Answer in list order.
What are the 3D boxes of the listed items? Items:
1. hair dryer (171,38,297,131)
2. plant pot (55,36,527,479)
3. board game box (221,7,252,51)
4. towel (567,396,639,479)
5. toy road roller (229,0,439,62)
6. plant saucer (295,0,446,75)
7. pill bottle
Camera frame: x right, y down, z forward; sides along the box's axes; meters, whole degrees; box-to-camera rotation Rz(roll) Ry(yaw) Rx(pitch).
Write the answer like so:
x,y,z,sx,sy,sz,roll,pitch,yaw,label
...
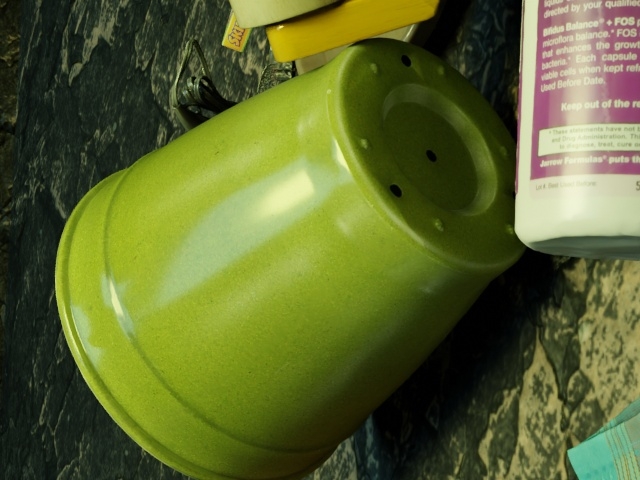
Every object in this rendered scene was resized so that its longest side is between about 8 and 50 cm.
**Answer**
x,y,z,sx,sy,sz,roll,pitch,yaw,label
-0.120,-0.109,1.628,0.080,0.223,0.294,19,115,37,hair dryer
0.000,0.000,1.272,0.353,0.366,0.367,-37,51,39,plant pot
-0.079,-0.344,1.705,0.259,0.039,0.124,-80,12,-60,board game box
0.252,0.283,0.916,0.271,0.040,0.370,113,154,-65,towel
0.067,-0.309,1.216,0.240,0.329,0.203,-83,-24,-74,toy road roller
0.061,-0.277,1.457,0.278,0.041,0.278,-33,48,46,plant saucer
0.231,-0.142,0.991,0.169,0.169,0.302,-9,77,62,pill bottle
